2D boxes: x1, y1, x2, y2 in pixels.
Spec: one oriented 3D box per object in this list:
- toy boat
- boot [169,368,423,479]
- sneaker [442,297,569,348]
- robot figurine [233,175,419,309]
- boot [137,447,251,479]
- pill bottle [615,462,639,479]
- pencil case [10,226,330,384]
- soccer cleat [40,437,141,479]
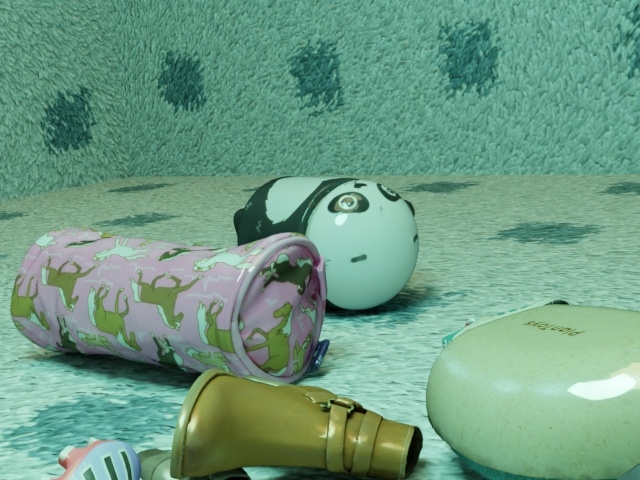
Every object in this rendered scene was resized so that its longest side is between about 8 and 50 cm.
[{"bbox_3d":[0.247,0.114,0.728,0.318,0.148,0.267,-15,7,-13],"label":"toy boat"},{"bbox_3d":[-0.011,0.143,0.744,0.152,0.072,0.197,14,9,18],"label":"boot"},{"bbox_3d":[0.193,0.091,1.061,0.161,0.057,0.075,-18,21,-41],"label":"sneaker"},{"bbox_3d":[0.001,-0.003,1.348,0.174,0.209,0.278,37,-19,-35],"label":"robot figurine"},{"bbox_3d":[-0.084,0.174,0.792,0.118,0.042,0.087,-16,21,-42],"label":"boot"},{"bbox_3d":[0.148,0.178,0.368,0.131,0.130,0.246,-1,10,20],"label":"pill bottle"},{"bbox_3d":[-0.172,0.063,1.124,0.386,0.160,0.167,2,-21,38],"label":"pencil case"},{"bbox_3d":[-0.151,0.195,0.632,0.095,0.083,0.248,26,9,6],"label":"soccer cleat"}]
